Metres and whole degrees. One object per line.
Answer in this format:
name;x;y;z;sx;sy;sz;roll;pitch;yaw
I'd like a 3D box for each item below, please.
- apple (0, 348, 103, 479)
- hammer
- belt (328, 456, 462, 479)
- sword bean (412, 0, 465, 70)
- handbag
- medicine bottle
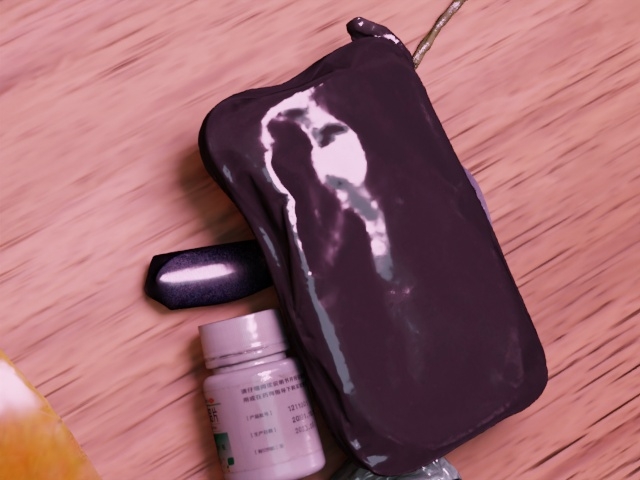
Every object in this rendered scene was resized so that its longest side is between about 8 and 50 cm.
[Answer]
apple;-0.273;0.154;1.051;0.314;0.309;0.252;6;83;-15
hammer;0.000;0.000;1.294;0.290;0.037;0.137;-11;88;-18
belt;0.057;0.227;1.266;0.121;0.079;0.151;22;78;-14
sword bean;0.097;-0.176;1.357;0.012;0.012;0.083;39;76;-10
handbag;0.041;0.004;1.246;0.192;0.075;0.332;-26;91;-22
medicine bottle;-0.048;0.121;1.243;0.080;0.080;0.130;-14;88;-18
